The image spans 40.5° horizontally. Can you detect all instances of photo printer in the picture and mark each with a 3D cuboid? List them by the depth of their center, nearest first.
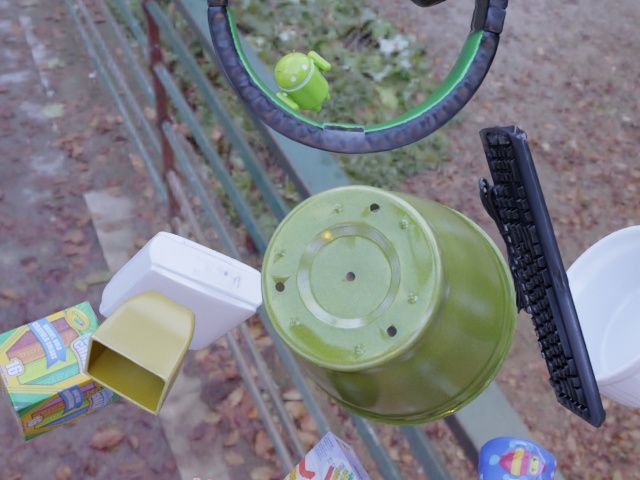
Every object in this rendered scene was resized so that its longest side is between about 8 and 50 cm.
[{"bbox_3d":[-0.294,0.119,1.767,0.256,0.307,0.107,25,53,-25],"label":"photo printer"}]

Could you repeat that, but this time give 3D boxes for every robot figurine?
[{"bbox_3d":[-0.031,-0.256,1.403,0.101,0.115,0.067,-50,50,-5],"label":"robot figurine"}]

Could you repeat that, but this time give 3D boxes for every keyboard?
[{"bbox_3d":[0.225,0.030,0.937,0.033,0.317,0.201,-17,6,0],"label":"keyboard"}]

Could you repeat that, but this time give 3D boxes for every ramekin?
[{"bbox_3d":[0.498,0.126,1.367,0.135,0.277,0.277,32,36,-21],"label":"ramekin"}]

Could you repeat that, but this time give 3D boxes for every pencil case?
[{"bbox_3d":[0.266,0.437,1.241,0.119,0.133,0.306,16,57,0],"label":"pencil case"}]

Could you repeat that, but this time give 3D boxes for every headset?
[{"bbox_3d":[0.034,-0.274,0.727,0.243,0.394,0.185,5,15,-5],"label":"headset"}]

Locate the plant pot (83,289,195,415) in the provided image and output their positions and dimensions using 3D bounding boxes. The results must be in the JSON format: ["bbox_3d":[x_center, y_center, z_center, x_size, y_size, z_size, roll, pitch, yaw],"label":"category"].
[{"bbox_3d":[-0.161,0.096,0.808,0.081,0.081,0.083,29,52,1],"label":"plant pot"}]

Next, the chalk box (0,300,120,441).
[{"bbox_3d":[-0.536,0.266,1.861,0.289,0.179,0.180,-23,64,-25],"label":"chalk box"}]

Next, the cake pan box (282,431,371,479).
[{"bbox_3d":[-0.013,0.485,1.474,0.246,0.070,0.267,-48,21,3],"label":"cake pan box"}]

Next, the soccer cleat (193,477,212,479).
[{"bbox_3d":[-0.195,0.345,1.036,0.196,0.068,0.076,-25,67,8],"label":"soccer cleat"}]

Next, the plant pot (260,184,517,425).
[{"bbox_3d":[0.081,0.075,1.238,0.366,0.353,0.366,-4,77,16],"label":"plant pot"}]
